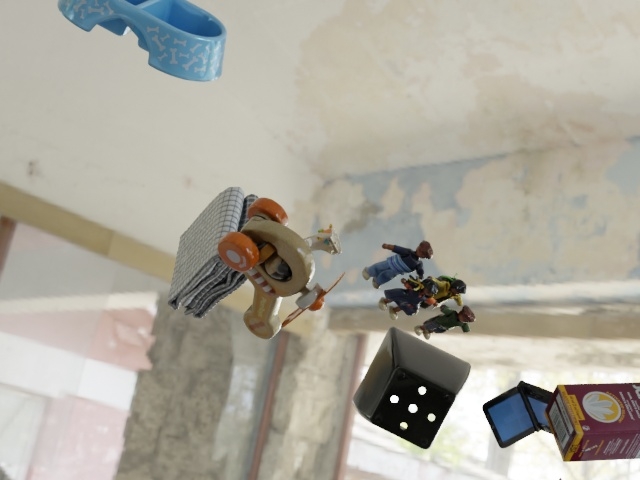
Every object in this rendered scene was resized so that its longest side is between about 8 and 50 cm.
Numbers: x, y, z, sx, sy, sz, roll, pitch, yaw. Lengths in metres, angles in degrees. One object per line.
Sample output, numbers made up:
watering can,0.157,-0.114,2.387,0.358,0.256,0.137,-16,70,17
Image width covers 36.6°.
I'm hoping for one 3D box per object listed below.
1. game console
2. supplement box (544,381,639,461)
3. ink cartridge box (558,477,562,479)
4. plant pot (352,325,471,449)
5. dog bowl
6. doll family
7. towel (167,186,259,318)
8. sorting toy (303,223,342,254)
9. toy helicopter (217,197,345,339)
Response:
game console,0.385,0.335,1.783,0.124,0.085,0.144,18,-33,43
supplement box,0.480,0.297,1.592,0.188,0.104,0.080,0,-47,-11
ink cartridge box,0.422,0.616,1.710,0.066,0.296,0.261,3,23,-19
plant pot,0.179,0.307,1.910,0.187,0.188,0.167,27,10,1
dog bowl,-0.286,-0.368,1.603,0.297,0.166,0.074,29,-60,4
doll family,0.150,0.070,1.391,0.111,0.076,0.193,-26,-43,38
towel,-0.251,0.036,2.360,0.121,0.235,0.284,25,-44,-23
sorting toy,0.000,0.000,2.150,0.075,0.044,0.083,-14,-32,9
toy helicopter,-0.086,0.096,1.971,0.235,0.140,0.355,29,-38,11
